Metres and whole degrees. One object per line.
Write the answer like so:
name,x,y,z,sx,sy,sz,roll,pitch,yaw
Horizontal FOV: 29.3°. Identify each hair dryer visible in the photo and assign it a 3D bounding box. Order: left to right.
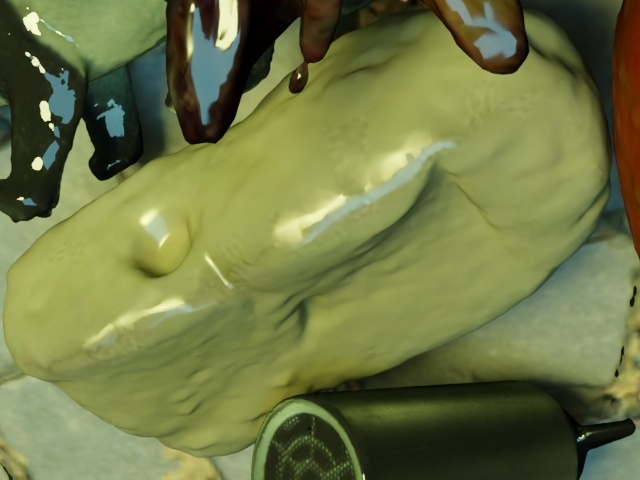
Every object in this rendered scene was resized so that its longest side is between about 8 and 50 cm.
hair dryer,0.014,0.143,0.636,0.195,0.078,0.248,2,153,-41

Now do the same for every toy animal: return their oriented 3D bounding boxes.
toy animal,-0.093,-0.090,0.490,0.225,0.094,0.121,-31,98,23

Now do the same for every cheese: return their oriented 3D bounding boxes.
cheese,0.000,-0.002,0.521,0.263,0.093,0.159,-28,152,16

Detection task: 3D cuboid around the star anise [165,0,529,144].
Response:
star anise,-0.016,-0.156,0.375,0.271,0.272,0.102,-9,160,4

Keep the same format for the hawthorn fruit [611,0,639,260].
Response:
hawthorn fruit,0.247,-0.036,0.427,0.315,0.316,0.316,-1,119,-1
